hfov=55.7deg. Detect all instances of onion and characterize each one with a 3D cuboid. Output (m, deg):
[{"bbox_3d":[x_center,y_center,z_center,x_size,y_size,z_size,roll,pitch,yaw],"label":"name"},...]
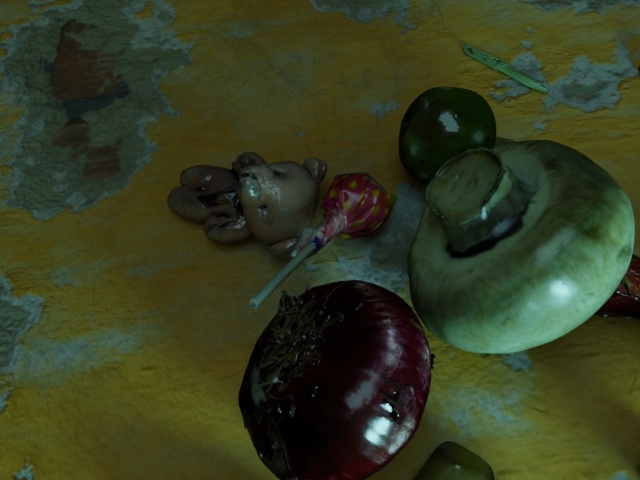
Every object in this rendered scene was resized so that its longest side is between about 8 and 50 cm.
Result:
[{"bbox_3d":[0.028,0.207,0.865,0.314,0.232,0.313,-36,31,26],"label":"onion"}]

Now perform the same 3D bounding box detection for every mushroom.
[{"bbox_3d":[0.278,0.000,0.894,0.352,0.260,0.352,-33,31,23],"label":"mushroom"}]

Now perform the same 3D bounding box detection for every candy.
[{"bbox_3d":[0.000,0.000,0.980,0.124,0.124,0.365,25,43,19],"label":"candy"}]

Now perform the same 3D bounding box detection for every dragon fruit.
[{"bbox_3d":[0.479,0.056,0.937,0.121,0.161,0.127,-1,73,9],"label":"dragon fruit"}]

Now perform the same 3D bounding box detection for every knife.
[{"bbox_3d":[0.379,-0.355,1.244,0.207,0.014,0.030,37,74,24],"label":"knife"}]

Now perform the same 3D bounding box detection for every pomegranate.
[{"bbox_3d":[0.252,-0.178,1.089,0.225,0.187,0.186,12,61,-18],"label":"pomegranate"}]

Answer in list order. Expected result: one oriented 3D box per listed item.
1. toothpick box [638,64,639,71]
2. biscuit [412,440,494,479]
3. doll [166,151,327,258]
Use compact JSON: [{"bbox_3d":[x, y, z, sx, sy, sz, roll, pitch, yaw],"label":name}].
[{"bbox_3d":[0.664,-0.323,1.171,0.047,0.047,0.083,-30,63,-9],"label":"toothpick box"},{"bbox_3d":[0.178,0.434,0.793,0.237,0.062,0.290,28,69,39],"label":"biscuit"},{"bbox_3d":[-0.151,-0.090,1.096,0.304,0.156,0.201,11,70,18],"label":"doll"}]
